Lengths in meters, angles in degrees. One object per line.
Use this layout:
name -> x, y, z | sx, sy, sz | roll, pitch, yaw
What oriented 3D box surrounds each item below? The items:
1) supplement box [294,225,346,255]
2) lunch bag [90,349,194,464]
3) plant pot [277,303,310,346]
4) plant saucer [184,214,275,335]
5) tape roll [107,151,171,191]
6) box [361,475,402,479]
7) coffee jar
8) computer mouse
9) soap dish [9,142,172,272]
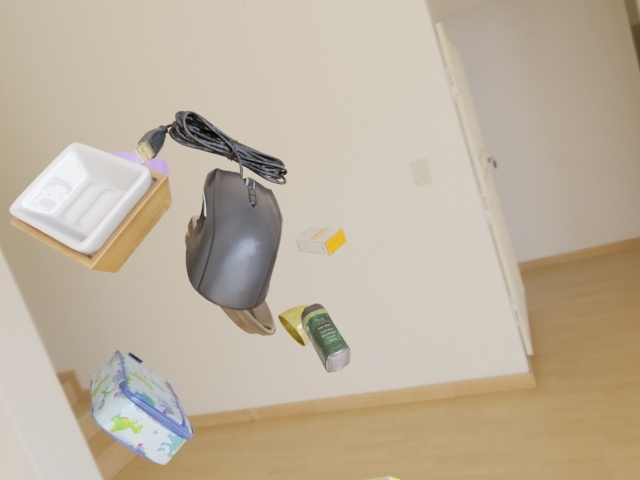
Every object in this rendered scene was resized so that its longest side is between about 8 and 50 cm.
supplement box -> 0.000, 0.000, 1.032 | 0.098, 0.036, 0.062 | 7, 36, 43
lunch bag -> -0.331, 0.305, 0.856 | 0.090, 0.176, 0.219 | -47, 24, -14
plant pot -> -0.061, 0.267, 1.519 | 0.095, 0.134, 0.134 | -39, 16, -21
plant saucer -> -0.178, 0.074, 0.901 | 0.041, 0.278, 0.278 | -34, 9, -1
tape roll -> -0.603, -0.180, 1.408 | 0.275, 0.090, 0.275 | -9, -8, -1
box -> 0.187, 0.890, 1.468 | 0.243, 0.117, 0.213 | -46, 25, 48
coffee jar -> 0.011, 0.264, 1.269 | 0.079, 0.096, 0.184 | -19, 45, -17
computer mouse -> -0.117, -0.057, 0.508 | 0.060, 0.184, 0.262 | -49, 25, 37
soap dish -> -0.470, -0.070, 0.955 | 0.291, 0.118, 0.229 | 21, 67, 28
